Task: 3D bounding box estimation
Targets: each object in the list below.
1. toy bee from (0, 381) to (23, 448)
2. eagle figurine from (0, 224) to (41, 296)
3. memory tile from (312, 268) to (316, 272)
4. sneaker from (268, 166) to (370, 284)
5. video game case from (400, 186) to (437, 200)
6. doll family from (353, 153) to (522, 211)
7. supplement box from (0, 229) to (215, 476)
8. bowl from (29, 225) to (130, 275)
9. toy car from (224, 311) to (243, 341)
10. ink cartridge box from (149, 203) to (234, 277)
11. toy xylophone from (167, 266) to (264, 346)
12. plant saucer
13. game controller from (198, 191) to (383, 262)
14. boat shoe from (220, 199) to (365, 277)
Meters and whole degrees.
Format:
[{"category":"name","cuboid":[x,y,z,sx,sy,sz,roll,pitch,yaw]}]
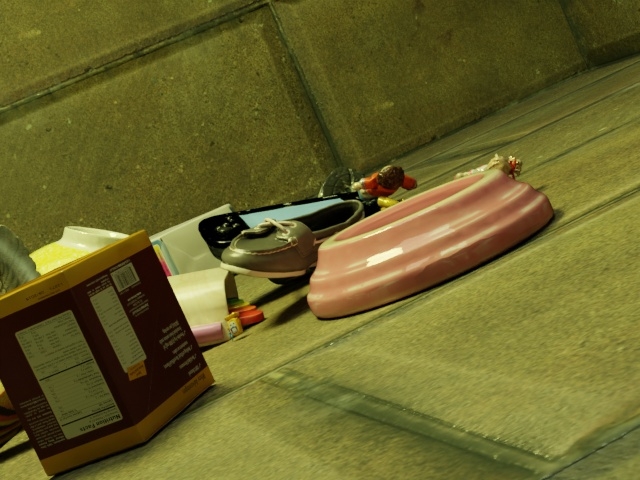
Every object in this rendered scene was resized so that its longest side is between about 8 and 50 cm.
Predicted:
[{"category":"toy bee","cuboid":[-0.364,0.146,1.547,0.195,0.162,0.298,23,64,29]},{"category":"eagle figurine","cuboid":[-0.494,0.114,1.786,0.226,0.225,0.298,-16,34,-39]},{"category":"memory tile","cuboid":[0.066,0.020,1.945,0.148,0.012,0.113,-20,7,34]},{"category":"sneaker","cuboid":[0.000,0.000,2.102,0.283,0.110,0.122,-45,-20,-37]},{"category":"video game case","cuboid":[0.108,-0.036,2.269,0.193,0.023,0.212,-21,7,31]},{"category":"doll family","cuboid":[0.182,-0.056,1.799,0.263,0.118,0.163,-7,-5,-13]},{"category":"supplement box","cuboid":[-0.241,0.117,1.316,0.129,0.194,0.191,-22,6,22]},{"category":"bowl","cuboid":[-0.374,0.062,1.986,0.289,0.156,0.289,10,4,-1]},{"category":"toy car","cuboid":[-0.164,0.136,1.634,0.122,0.040,0.060,-25,-16,9]},{"category":"ink cartridge box","cuboid":[-0.379,0.074,2.641,0.395,0.151,0.270,-19,7,34]},{"category":"toy xylophone","cuboid":[-0.160,0.092,1.822,0.236,0.081,0.322,-10,5,8]},{"category":"plant saucer","cuboid":[0.127,-0.006,1.539,0.332,0.084,0.332,-23,6,2]},{"category":"game controller","cuboid":[-0.035,-0.030,1.965,0.319,0.067,0.166,-10,27,-14]},{"category":"boat shoe","cuboid":[-0.034,-0.008,1.747,0.112,0.095,0.335,11,9,29]}]
